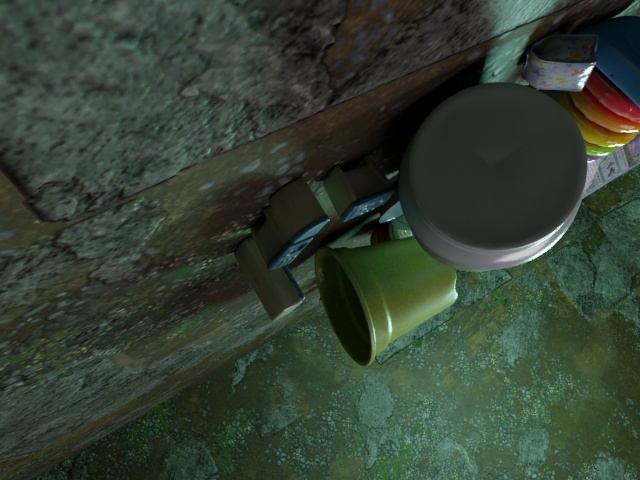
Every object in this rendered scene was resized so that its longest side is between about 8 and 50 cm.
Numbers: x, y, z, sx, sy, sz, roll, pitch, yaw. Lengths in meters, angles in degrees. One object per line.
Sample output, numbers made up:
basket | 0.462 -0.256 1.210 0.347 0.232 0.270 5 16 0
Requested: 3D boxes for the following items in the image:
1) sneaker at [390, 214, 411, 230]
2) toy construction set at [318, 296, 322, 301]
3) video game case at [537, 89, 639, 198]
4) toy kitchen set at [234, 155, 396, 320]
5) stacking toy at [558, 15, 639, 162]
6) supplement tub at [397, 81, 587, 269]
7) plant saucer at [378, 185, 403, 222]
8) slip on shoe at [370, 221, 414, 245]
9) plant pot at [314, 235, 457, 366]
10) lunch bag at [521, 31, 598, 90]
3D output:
sneaker | 0.278 -0.049 1.143 0.095 0.234 0.090 3 100 -76
toy construction set | 0.191 0.129 1.716 0.308 0.257 0.238 -18 -129 61
video game case | 0.480 -0.189 0.956 0.244 0.061 0.269 -33 130 15
toy kitchen set | 0.000 0.000 0.713 0.166 0.122 0.207 -24 168 -34
stacking toy | 0.433 -0.187 0.807 0.165 0.175 0.302 -24 157 -25
supplement tub | 0.236 -0.074 0.727 0.235 0.236 0.325 -33 169 8
plant saucer | 0.192 -0.103 1.014 0.194 0.038 0.195 -31 169 -7
slip on shoe | 0.235 -0.014 1.374 0.101 0.123 0.331 -17 176 30
plant pot | 0.157 0.106 1.130 0.253 0.276 0.276 -19 166 -17
lunch bag | 0.318 -0.240 0.668 0.083 0.053 0.071 6 167 16
